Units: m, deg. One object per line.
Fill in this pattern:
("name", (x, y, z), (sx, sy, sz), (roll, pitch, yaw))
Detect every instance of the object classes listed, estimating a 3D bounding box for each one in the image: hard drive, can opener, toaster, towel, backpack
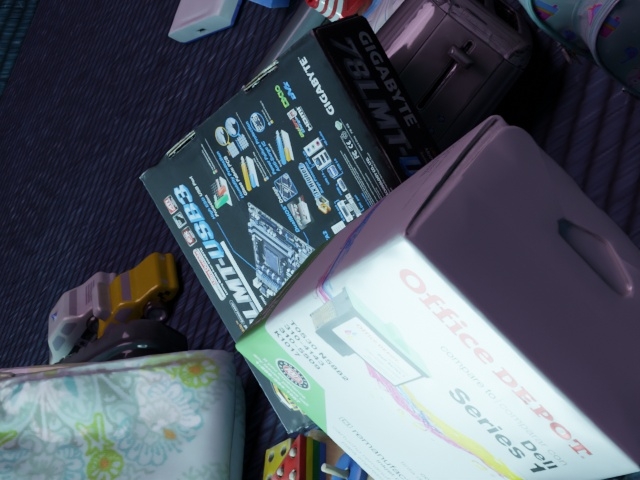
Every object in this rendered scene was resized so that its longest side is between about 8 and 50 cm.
("hard drive", (-0.146, -0.490, 1.888), (0.210, 0.040, 0.318), (0, 69, 61))
("can opener", (-0.055, -0.212, 1.467), (0.280, 0.074, 0.093), (-51, 30, 26))
("toaster", (0.111, -0.166, 1.059), (0.146, 0.129, 0.227), (-50, 7, 21))
("towel", (-0.245, 0.290, 1.196), (0.321, 0.090, 0.374), (-7, 53, 10))
("backpack", (0.230, -0.202, 0.831), (0.166, 0.188, 0.144), (-47, 33, 31))

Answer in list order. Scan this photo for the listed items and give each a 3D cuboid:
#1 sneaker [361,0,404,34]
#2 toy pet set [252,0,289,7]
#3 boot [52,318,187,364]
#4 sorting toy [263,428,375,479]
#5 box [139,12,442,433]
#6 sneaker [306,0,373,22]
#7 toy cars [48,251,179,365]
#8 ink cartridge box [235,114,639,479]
("sneaker", (0.082, -0.230, 1.251), (0.190, 0.071, 0.083), (-61, 33, 10))
("toy pet set", (-0.072, -0.390, 1.599), (0.065, 0.122, 0.114), (-110, 31, -63))
("boot", (-0.297, 0.364, 1.389), (0.367, 0.146, 0.445), (-41, 41, 42))
("sorting toy", (-0.009, 0.240, 1.059), (0.274, 0.046, 0.132), (-5, 64, 60))
("box", (0.000, 0.000, 1.014), (0.293, 0.073, 0.295), (-33, 86, 48))
("sneaker", (0.045, -0.361, 1.349), (0.087, 0.128, 0.221), (-6, 65, 58))
("toy cars", (-0.334, 0.111, 1.692), (0.394, 0.087, 0.176), (-16, 54, 56))
("ink cartridge box", (0.091, 0.069, 0.776), (0.117, 0.201, 0.278), (-49, 6, -30))
